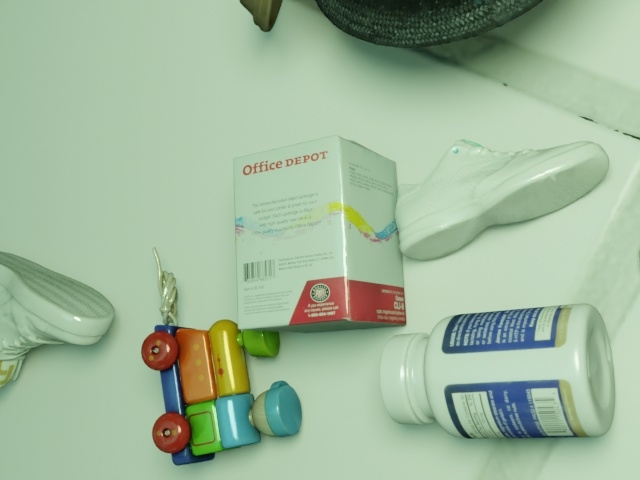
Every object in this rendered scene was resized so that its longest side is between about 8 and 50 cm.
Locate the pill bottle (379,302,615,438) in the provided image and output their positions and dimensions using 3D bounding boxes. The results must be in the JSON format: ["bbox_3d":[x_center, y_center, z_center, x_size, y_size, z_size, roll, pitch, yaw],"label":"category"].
[{"bbox_3d":[0.153,0.118,0.750,0.187,0.112,0.112,-8,79,30],"label":"pill bottle"}]

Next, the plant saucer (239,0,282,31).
[{"bbox_3d":[-0.034,-0.350,0.849,0.041,0.278,0.277,16,92,-4],"label":"plant saucer"}]

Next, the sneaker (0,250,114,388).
[{"bbox_3d":[-0.375,0.124,1.080,0.292,0.108,0.169,18,94,42],"label":"sneaker"}]

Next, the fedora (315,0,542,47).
[{"bbox_3d":[0.146,-0.305,0.786,0.334,0.152,0.334,-8,77,38],"label":"fedora"}]

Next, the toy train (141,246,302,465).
[{"bbox_3d":[-0.110,0.107,0.923,0.143,0.105,0.248,-15,75,18],"label":"toy train"}]

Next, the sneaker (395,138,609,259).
[{"bbox_3d":[0.159,-0.061,0.798,0.212,0.080,0.094,-23,60,28],"label":"sneaker"}]

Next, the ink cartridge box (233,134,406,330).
[{"bbox_3d":[0.000,0.000,0.849,0.128,0.127,0.176,-8,79,31],"label":"ink cartridge box"}]
